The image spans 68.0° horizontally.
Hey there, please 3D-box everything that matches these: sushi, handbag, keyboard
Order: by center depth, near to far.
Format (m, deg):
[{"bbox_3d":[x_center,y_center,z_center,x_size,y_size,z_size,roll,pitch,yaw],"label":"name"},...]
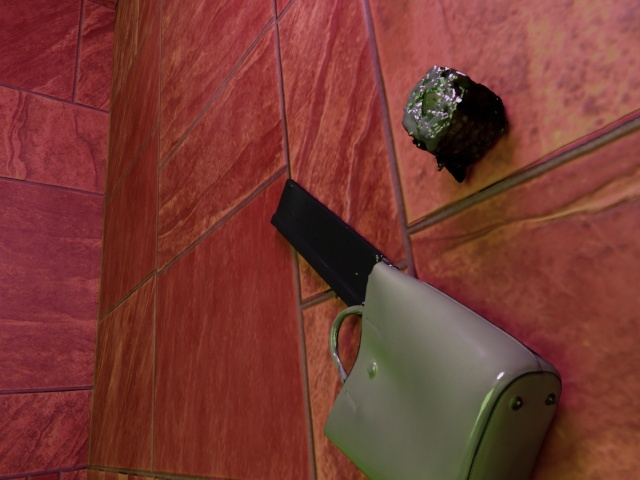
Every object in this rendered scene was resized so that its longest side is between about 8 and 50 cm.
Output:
[{"bbox_3d":[0.079,0.156,0.523,0.315,0.109,0.241,26,102,52],"label":"handbag"},{"bbox_3d":[0.142,-0.132,0.524,0.098,0.084,0.094,-57,40,26],"label":"sushi"},{"bbox_3d":[0.000,0.000,0.749,0.310,0.018,0.101,43,116,49],"label":"keyboard"}]
